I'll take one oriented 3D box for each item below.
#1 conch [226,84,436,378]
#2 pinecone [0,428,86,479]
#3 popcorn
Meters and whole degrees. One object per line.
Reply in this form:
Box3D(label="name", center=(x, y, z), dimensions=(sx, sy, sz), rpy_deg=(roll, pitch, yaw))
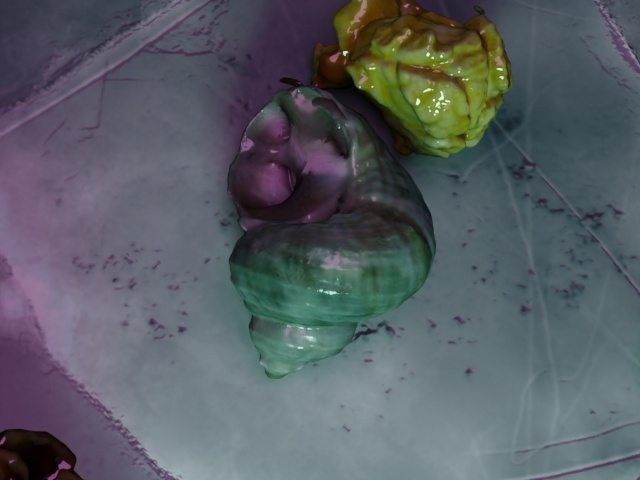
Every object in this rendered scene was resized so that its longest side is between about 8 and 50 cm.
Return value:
Box3D(label="conch", center=(0.000, 0.000, 1.759), dimensions=(0.220, 0.195, 0.277), rpy_deg=(16, 95, 17))
Box3D(label="pinecone", center=(-0.279, 0.320, 1.383), dimensions=(0.397, 0.398, 0.398), rpy_deg=(2, 74, -8))
Box3D(label="popcorn", center=(0.084, -0.168, 1.816), dimensions=(0.195, 0.168, 0.173), rpy_deg=(38, 98, 11))
